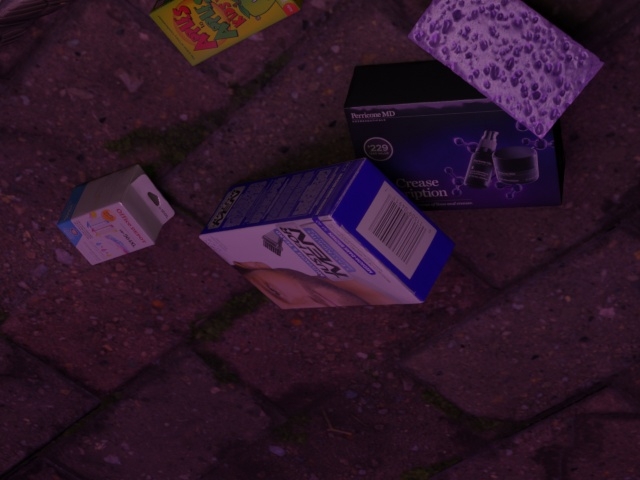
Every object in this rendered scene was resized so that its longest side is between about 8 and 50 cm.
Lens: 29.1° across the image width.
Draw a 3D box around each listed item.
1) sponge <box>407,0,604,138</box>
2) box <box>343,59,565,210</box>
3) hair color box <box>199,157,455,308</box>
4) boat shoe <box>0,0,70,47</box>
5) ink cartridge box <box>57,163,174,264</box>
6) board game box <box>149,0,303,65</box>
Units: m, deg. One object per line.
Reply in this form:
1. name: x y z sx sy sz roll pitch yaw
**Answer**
1. sponge: 0.221 -0.230 1.480 0.210 0.031 0.117 39 106 7
2. box: 0.179 -0.137 1.614 0.261 0.103 0.184 -2 129 17
3. hair color box: 0.000 0.000 1.695 0.185 0.110 0.338 42 156 -24
4. boat shoe: -0.441 -0.320 1.609 0.324 0.123 0.116 -18 93 39
5. ink cartridge box: -0.300 -0.040 1.836 0.143 0.090 0.092 -17 126 29
6. board game box: -0.119 -0.302 1.574 0.181 0.043 0.092 -22 124 31
